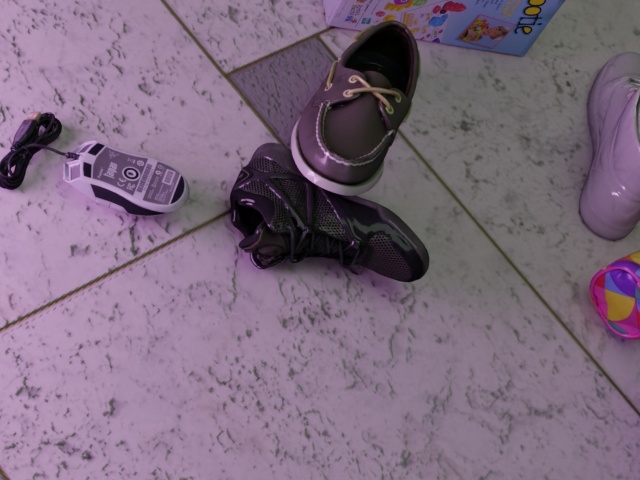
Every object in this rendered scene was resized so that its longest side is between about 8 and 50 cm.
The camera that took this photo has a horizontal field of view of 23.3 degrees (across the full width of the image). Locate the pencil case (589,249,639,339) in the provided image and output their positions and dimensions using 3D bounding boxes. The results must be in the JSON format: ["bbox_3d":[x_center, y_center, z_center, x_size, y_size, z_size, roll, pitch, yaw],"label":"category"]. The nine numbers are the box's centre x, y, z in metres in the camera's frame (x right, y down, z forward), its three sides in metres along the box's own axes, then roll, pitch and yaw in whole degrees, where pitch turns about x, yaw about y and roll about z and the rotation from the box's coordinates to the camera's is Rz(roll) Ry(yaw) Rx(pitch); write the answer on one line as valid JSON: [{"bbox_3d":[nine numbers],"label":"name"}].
[{"bbox_3d":[0.422,0.038,1.814,0.236,0.104,0.104,-24,71,-36],"label":"pencil case"}]

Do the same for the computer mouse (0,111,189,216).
[{"bbox_3d":[-0.233,-0.066,1.618,0.193,0.042,0.106,21,47,-4],"label":"computer mouse"}]

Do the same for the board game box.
[{"bbox_3d":[0.150,-0.343,1.916,0.275,0.144,0.142,6,55,-22],"label":"board game box"}]

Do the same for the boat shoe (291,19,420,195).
[{"bbox_3d":[0.045,-0.153,1.718,0.109,0.091,0.305,27,32,-3],"label":"boat shoe"}]

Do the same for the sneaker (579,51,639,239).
[{"bbox_3d":[0.402,-0.156,1.892,0.108,0.169,0.292,21,51,-9],"label":"sneaker"}]

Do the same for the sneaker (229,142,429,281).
[{"bbox_3d":[0.000,0.000,1.653,0.227,0.087,0.130,32,52,2],"label":"sneaker"}]
